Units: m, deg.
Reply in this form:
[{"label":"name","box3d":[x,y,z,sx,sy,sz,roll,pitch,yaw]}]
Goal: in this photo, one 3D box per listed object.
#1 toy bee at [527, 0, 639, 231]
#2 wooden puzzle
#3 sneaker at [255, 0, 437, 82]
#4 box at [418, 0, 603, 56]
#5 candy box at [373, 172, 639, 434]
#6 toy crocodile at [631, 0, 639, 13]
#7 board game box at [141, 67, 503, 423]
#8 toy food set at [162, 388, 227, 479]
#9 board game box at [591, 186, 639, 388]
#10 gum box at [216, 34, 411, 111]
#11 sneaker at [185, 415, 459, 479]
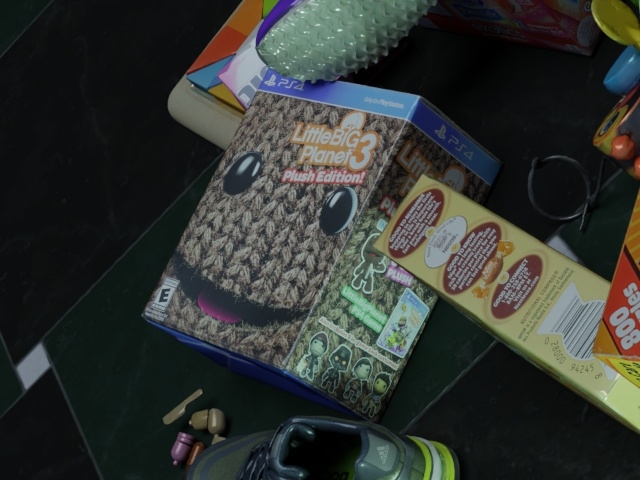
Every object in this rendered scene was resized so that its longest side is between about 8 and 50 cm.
[{"label":"toy bee","box3d":[0.305,-0.110,1.649,0.162,0.195,0.298,-66,-6,-70]},{"label":"wooden puzzle","box3d":[-0.060,-0.212,2.147,0.221,0.044,0.238,32,87,49]},{"label":"sneaker","box3d":[0.055,-0.277,1.855,0.293,0.102,0.146,-37,39,12]},{"label":"box","box3d":[0.174,-0.281,1.909,0.257,0.128,0.122,18,77,48]},{"label":"candy box","box3d":[0.205,0.069,1.600,0.087,0.183,0.316,-54,41,0]},{"label":"toy crocodile","box3d":[0.347,-0.325,1.793,0.115,0.105,0.340,-7,60,41]},{"label":"board game box","box3d":[0.000,0.000,1.873,0.232,0.141,0.291,15,75,47]},{"label":"toy food set","box3d":[-0.118,0.215,1.935,0.078,0.019,0.122,-39,51,18]},{"label":"board game box","box3d":[0.463,-0.006,1.273,0.356,0.356,0.356,1,65,44]},{"label":"gum box","box3d":[-0.011,-0.192,2.034,0.188,0.062,0.107,-44,66,4]},{"label":"sneaker","box3d":[-0.019,0.206,1.767,0.300,0.121,0.111,-10,57,39]}]
